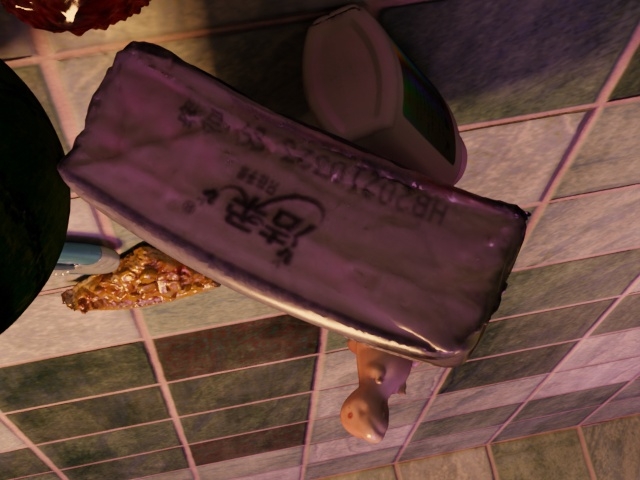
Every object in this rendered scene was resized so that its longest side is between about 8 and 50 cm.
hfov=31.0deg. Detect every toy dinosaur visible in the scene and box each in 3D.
[{"bbox_3d":[0.087,0.172,1.553,0.177,0.194,0.152,-46,133,4],"label":"toy dinosaur"}]

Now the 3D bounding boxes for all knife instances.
[{"bbox_3d":[-0.302,0.019,1.160,0.222,0.031,0.064,5,158,-38],"label":"knife"}]

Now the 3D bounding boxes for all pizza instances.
[{"bbox_3d":[-0.191,0.044,1.281,0.178,0.041,0.131,-4,157,-23],"label":"pizza"}]

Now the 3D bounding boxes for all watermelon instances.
[{"bbox_3d":[-0.285,-0.028,0.749,0.242,0.242,0.242,-11,160,-4],"label":"watermelon"}]

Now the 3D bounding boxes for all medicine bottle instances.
[{"bbox_3d":[0.062,-0.096,0.944,0.078,0.115,0.219,-21,158,17],"label":"medicine bottle"}]

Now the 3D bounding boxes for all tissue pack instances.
[{"bbox_3d":[0.000,0.000,0.885,0.288,0.124,0.394,23,176,9],"label":"tissue pack"}]

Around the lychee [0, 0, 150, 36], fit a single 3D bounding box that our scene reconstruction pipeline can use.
[{"bbox_3d":[-0.135,-0.172,0.628,0.123,0.123,0.129,-27,172,35],"label":"lychee"}]
